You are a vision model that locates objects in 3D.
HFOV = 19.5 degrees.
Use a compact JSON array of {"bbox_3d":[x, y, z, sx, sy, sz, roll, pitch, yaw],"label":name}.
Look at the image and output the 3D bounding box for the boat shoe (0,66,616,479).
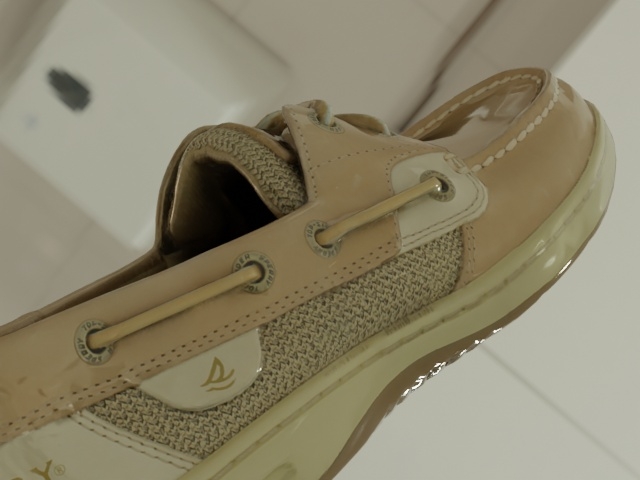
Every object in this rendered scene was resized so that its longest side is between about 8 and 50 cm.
[{"bbox_3d":[0.000,0.000,0.676,0.122,0.110,0.341,-19,-166,41],"label":"boat shoe"}]
